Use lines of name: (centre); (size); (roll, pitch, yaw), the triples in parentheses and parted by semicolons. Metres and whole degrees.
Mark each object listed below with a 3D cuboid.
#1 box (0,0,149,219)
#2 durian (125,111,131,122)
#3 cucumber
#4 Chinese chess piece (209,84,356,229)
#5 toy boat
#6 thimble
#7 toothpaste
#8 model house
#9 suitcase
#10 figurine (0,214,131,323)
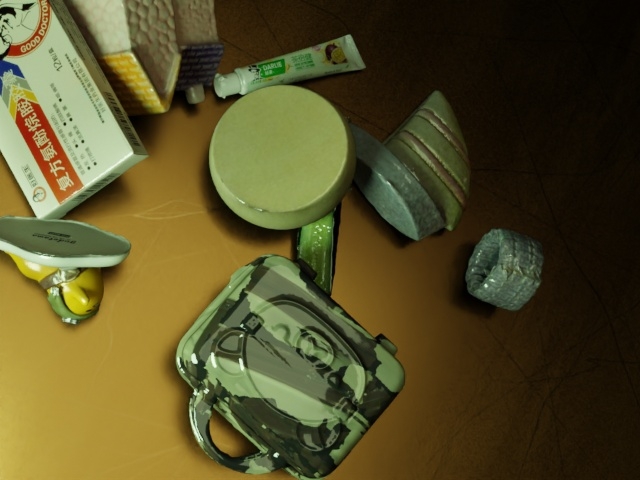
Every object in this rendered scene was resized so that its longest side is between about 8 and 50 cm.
box: (-0.463, -0.238, 1.408); (0.214, 0.069, 0.353); (-31, 83, 16)
durian: (-0.425, -0.199, 1.475); (0.224, 0.078, 0.140); (32, 98, 14)
cucumber: (-0.001, 0.000, 1.571); (0.078, 0.062, 0.211); (2, 82, 15)
Chinese chess piece: (-0.067, -0.151, 1.518); (0.274, 0.102, 0.273); (-1, 74, 4)
toy boat: (0.198, -0.143, 1.637); (0.294, 0.111, 0.276); (-25, 85, -25)
thimble: (0.356, 0.055, 1.619); (0.098, 0.150, 0.150); (20, 73, -15)
toothpaste: (-0.059, -0.335, 1.634); (0.315, 0.056, 0.058); (-20, 124, -24)
model house: (-0.316, -0.344, 1.492); (0.237, 0.202, 0.237); (-20, 107, -52)
suitcase: (-0.074, 0.235, 1.422); (0.351, 0.194, 0.339); (42, 76, -3)
figurine: (-0.449, 0.052, 1.407); (0.250, 0.166, 0.141); (14, 111, 11)
